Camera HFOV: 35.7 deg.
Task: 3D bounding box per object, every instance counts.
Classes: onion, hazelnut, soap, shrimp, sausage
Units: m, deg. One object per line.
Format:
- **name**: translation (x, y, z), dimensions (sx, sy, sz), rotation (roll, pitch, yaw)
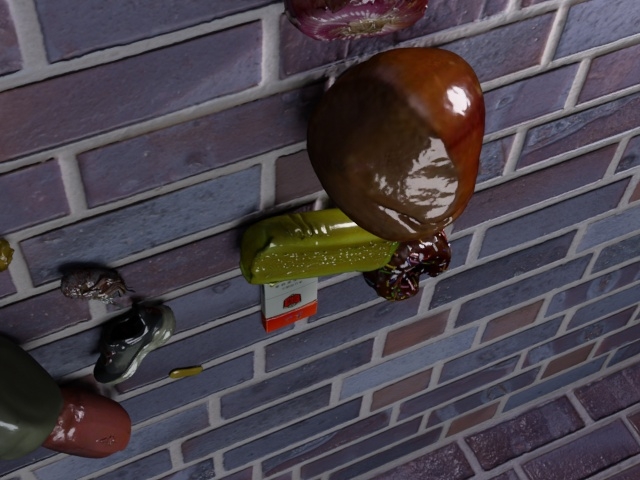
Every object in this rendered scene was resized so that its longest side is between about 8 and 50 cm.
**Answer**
- **onion**: translation (0.051, -0.397, 1.533), dimensions (0.230, 0.163, 0.230), rotation (-14, 178, 0)
- **hazelnut**: translation (0.150, -0.182, 1.791), dimensions (0.372, 0.315, 0.372), rotation (-53, 166, -19)
- **soap**: translation (-0.325, 0.320, 2.407), dimensions (0.089, 0.012, 0.034), rotation (-4, 142, -36)
- **shrimp**: translation (-0.426, 0.090, 1.926), dimensions (0.190, 0.074, 0.073), rotation (10, 100, -61)
- **sausage**: translation (-0.538, 0.408, 2.225), dimensions (0.152, 0.152, 0.279), rotation (-37, 148, 13)

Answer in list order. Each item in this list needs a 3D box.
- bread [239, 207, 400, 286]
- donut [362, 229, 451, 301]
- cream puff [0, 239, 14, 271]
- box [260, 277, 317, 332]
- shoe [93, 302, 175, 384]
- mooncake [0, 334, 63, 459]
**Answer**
- **bread**: translation (0.000, 0.000, 2.109), dimensions (0.383, 0.112, 0.166), rotation (-7, 141, -32)
- **donut**: translation (0.217, 0.056, 2.395), dimensions (0.230, 0.096, 0.216), rotation (-28, 150, -2)
- **cream puff**: translation (-0.573, 0.034, 1.720), dimensions (0.083, 0.058, 0.083), rotation (8, 135, -49)
- **box**: translation (-0.072, 0.122, 2.307), dimensions (0.139, 0.035, 0.245), rotation (-20, 148, -16)
- **shoe**: translation (-0.413, 0.209, 2.096), dimensions (0.227, 0.099, 0.112), rotation (-40, 142, 10)
- **mooncake**: translation (-0.619, 0.292, 1.871), dimensions (0.135, 0.275, 0.275), rotation (-42, 148, 14)
